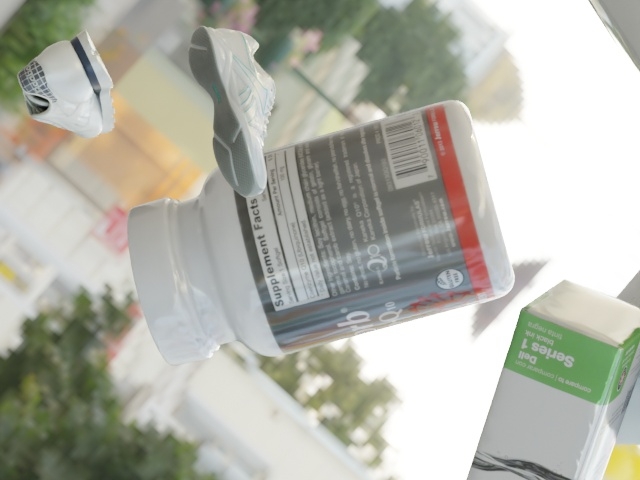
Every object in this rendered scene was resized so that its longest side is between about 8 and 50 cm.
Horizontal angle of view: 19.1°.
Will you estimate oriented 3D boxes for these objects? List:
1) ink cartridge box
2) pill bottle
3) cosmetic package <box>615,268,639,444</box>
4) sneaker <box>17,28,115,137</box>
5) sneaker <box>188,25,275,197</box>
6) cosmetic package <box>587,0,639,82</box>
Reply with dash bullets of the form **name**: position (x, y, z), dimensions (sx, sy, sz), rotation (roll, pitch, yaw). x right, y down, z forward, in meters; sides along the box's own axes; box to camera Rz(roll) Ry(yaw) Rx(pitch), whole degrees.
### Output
- **ink cartridge box**: position (0.190, 0.158, 1.559), dimensions (0.160, 0.092, 0.219), rotation (-20, 130, -69)
- **pill bottle**: position (0.000, 0.000, 1.942), dimensions (0.363, 0.210, 0.210), rotation (-15, -168, 6)
- **cosmetic package**: position (0.420, 0.024, 1.681), dimensions (0.377, 0.097, 0.284), rotation (-46, -163, -25)
- **sneaker**: position (-0.289, -0.166, 2.142), dimensions (0.095, 0.090, 0.235), rotation (-28, 167, -10)
- **sneaker**: position (-0.062, -0.110, 1.587), dimensions (0.061, 0.152, 0.054), rotation (-5, 164, -34)
- **cosmetic package**: position (0.289, -0.167, 1.366), dimensions (0.156, 0.217, 0.385), rotation (-33, -130, 10)
